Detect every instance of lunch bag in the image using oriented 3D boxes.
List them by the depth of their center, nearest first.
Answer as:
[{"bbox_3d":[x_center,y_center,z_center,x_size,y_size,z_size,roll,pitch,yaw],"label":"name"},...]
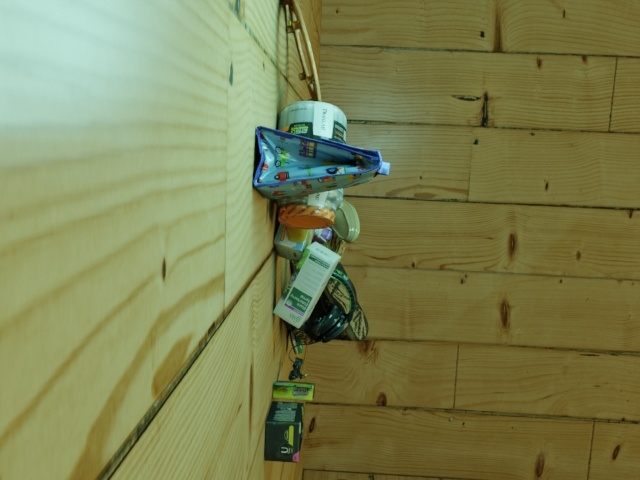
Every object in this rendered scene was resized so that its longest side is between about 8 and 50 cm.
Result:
[{"bbox_3d":[0.010,-0.163,1.289,0.221,0.292,0.138,58,35,-87],"label":"lunch bag"}]

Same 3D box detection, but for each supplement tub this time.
[{"bbox_3d":[-0.029,-0.200,1.554,0.193,0.193,0.316,85,7,-75],"label":"supplement tub"}]

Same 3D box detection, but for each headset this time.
[{"bbox_3d":[-0.028,0.277,1.925,0.185,0.243,0.395,-65,175,-68],"label":"headset"}]

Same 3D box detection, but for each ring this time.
[{"bbox_3d":[-0.054,-0.521,1.582,0.336,0.032,0.337,165,-90,-88],"label":"ring"}]

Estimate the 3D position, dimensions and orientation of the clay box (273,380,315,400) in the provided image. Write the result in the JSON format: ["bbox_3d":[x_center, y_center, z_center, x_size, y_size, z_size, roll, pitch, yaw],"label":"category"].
[{"bbox_3d":[-0.085,0.491,1.867,0.222,0.127,0.053,79,14,-79],"label":"clay box"}]

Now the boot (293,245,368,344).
[{"bbox_3d":[-0.012,0.223,2.121,0.138,0.284,0.378,-41,106,-47],"label":"boot"}]

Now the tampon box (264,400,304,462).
[{"bbox_3d":[-0.106,0.570,1.711,0.161,0.101,0.121,-69,161,-83],"label":"tampon box"}]

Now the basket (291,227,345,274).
[{"bbox_3d":[-0.004,0.010,2.318,0.223,0.213,0.300,88,6,-61],"label":"basket"}]

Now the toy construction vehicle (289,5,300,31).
[{"bbox_3d":[-0.076,-0.701,1.763,0.086,0.035,0.098,-65,158,-85],"label":"toy construction vehicle"}]

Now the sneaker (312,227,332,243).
[{"bbox_3d":[-0.026,-0.069,2.073,0.102,0.161,0.282,-62,171,-13],"label":"sneaker"}]

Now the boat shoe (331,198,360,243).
[{"bbox_3d":[0.036,-0.120,2.136,0.122,0.110,0.341,-59,-136,31],"label":"boat shoe"}]

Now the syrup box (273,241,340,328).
[{"bbox_3d":[-0.040,0.132,1.685,0.237,0.093,0.096,-62,171,17],"label":"syrup box"}]

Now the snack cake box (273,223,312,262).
[{"bbox_3d":[-0.051,-0.079,1.713,0.152,0.089,0.265,84,24,-73],"label":"snack cake box"}]

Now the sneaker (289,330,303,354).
[{"bbox_3d":[-0.071,0.325,2.300,0.107,0.109,0.276,90,4,-58],"label":"sneaker"}]
